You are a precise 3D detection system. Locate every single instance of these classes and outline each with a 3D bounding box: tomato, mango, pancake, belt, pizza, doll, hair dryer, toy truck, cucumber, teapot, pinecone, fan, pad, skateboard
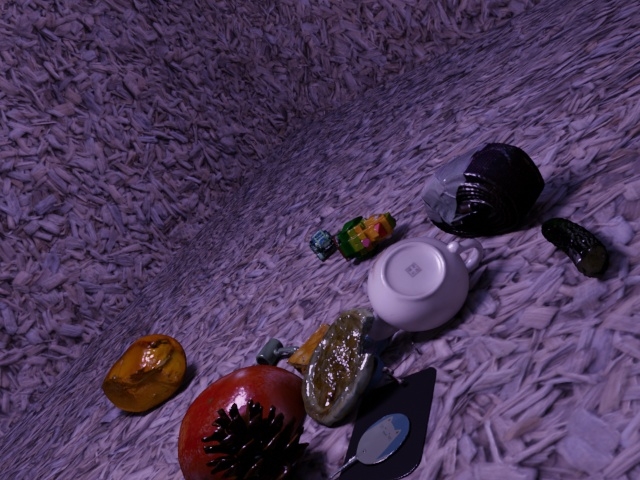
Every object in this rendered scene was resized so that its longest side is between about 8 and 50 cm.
[{"bbox_3d":[-0.190,0.383,1.695,0.338,0.144,0.338,-38,17,14],"label":"tomato"},{"bbox_3d":[-0.522,0.400,2.310,0.199,0.201,0.350,-5,-21,-43],"label":"mango"},{"bbox_3d":[0.035,0.252,1.585,0.253,0.037,0.253,-47,28,35],"label":"pancake"},{"bbox_3d":[0.342,-0.096,1.736,0.164,0.184,0.289,-52,15,-24],"label":"belt"},{"bbox_3d":[-0.011,0.258,1.792,0.134,0.046,0.175,-29,20,29],"label":"pizza"},{"bbox_3d":[0.121,-0.017,2.120,0.186,0.106,0.134,-27,9,35],"label":"doll"},{"bbox_3d":[-0.088,0.271,1.937,0.150,0.047,0.071,-16,27,40],"label":"hair dryer"},{"bbox_3d":[0.000,0.000,2.378,0.080,0.078,0.154,-39,16,-2],"label":"toy truck"},{"bbox_3d":[0.461,-0.001,1.440,0.067,0.067,0.245,-36,16,10],"label":"cucumber"},{"bbox_3d":[0.209,0.087,1.603,0.298,0.139,0.204,-31,52,-4],"label":"teapot"},{"bbox_3d":[-0.128,0.390,1.455,0.208,0.208,0.208,-35,17,13],"label":"pinecone"},{"bbox_3d":[0.084,0.364,1.375,0.175,0.005,0.113,-37,17,2],"label":"fan"},{"bbox_3d":[0.119,0.334,1.398,0.181,0.004,0.267,-30,19,30],"label":"pad"},{"bbox_3d":[0.165,0.238,1.505,0.083,0.032,0.064,-43,25,-15],"label":"skateboard"}]

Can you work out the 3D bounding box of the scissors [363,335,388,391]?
[{"bbox_3d":[0.112,0.220,1.658,0.125,0.030,0.256,-21,27,43],"label":"scissors"}]
